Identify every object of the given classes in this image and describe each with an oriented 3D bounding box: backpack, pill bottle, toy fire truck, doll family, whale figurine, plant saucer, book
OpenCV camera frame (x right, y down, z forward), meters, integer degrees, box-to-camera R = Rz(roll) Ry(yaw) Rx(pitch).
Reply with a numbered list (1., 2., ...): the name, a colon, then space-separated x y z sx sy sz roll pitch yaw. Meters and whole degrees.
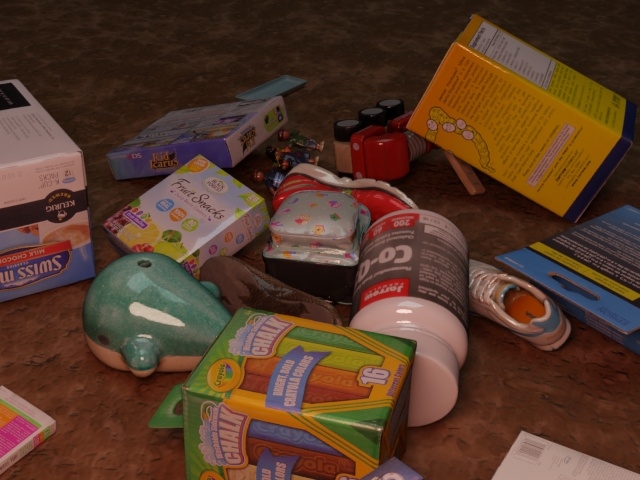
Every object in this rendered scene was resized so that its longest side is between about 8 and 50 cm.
1. backpack: 0.000 0.000 1.512 0.166 0.144 0.188 2 26 11
2. pill bottle: 0.120 0.100 1.303 0.161 0.161 0.283 5 38 5
3. toy fire truck: 0.177 -0.160 1.827 0.246 0.158 0.217 12 29 37
4. doll family: -0.063 -0.149 1.832 0.111 0.076 0.193 18 28 -2
5. whale figurine: -0.195 0.101 1.317 0.272 0.141 0.216 15 32 20
6. plant saucer: -0.113 -0.347 2.237 0.067 0.018 0.192 21 35 29
7. book: -0.407 0.245 1.163 0.096 0.035 0.144 22 35 25

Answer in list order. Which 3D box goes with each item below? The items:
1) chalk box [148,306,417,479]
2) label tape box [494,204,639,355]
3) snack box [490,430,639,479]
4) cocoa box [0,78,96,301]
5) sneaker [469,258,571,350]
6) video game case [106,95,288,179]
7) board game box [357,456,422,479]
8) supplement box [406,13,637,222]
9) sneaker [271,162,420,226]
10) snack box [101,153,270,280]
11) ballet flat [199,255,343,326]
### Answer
1. chalk box: -0.052 0.203 1.110 0.289 0.179 0.180 10 30 12
2. label tape box: 0.450 0.074 1.439 0.334 0.105 0.241 -18 36 -35
3. snack box: 0.240 0.341 1.008 0.187 0.060 0.322 18 33 26
4. cocoa box: -0.528 -0.082 1.529 0.232 0.227 0.347 -15 34 -27
5. sneaker: 0.260 0.077 1.416 0.229 0.092 0.087 25 77 37
6. video game case: -0.233 -0.198 1.852 0.270 0.061 0.244 -4 24 27
7. board game box: -0.005 0.329 0.908 0.243 0.165 0.042 -24 39 -37
8. supplement box: 0.372 -0.228 1.767 0.357 0.195 0.194 31 34 3
9. sneaker: 0.042 -0.042 1.660 0.279 0.107 0.118 15 50 26
10. snack box: -0.213 -0.026 1.537 0.207 0.070 0.174 -38 52 -24
11. ballet flat: -0.072 0.087 1.430 0.250 0.084 0.058 20 9 27
